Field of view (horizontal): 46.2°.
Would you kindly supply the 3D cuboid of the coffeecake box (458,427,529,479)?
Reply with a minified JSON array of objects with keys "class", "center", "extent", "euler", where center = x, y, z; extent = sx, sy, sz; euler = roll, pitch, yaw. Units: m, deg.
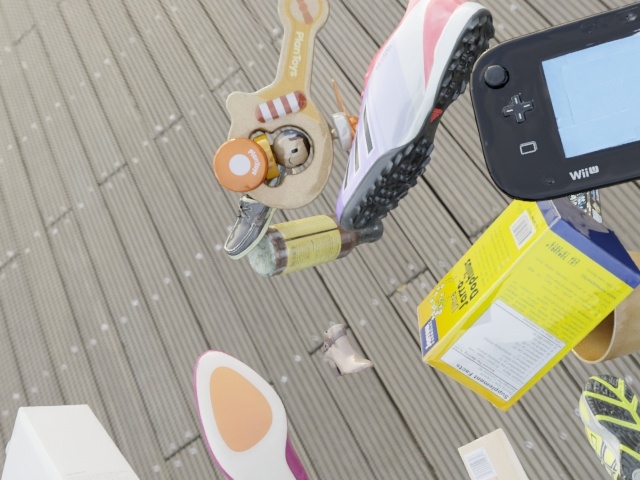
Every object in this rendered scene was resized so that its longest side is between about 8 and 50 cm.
[{"class":"coffeecake box","center":[0.255,0.349,1.039],"extent":[0.068,0.185,0.142],"euler":[-26,66,3]}]

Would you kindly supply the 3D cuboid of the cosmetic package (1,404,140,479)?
[{"class":"cosmetic package","center":[-0.465,0.486,1.413],"extent":[0.365,0.155,0.197],"euler":[34,111,47]}]

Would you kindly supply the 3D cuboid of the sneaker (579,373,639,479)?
[{"class":"sneaker","center":[0.712,0.497,1.704],"extent":[0.145,0.147,0.384],"euler":[-11,53,-3]}]

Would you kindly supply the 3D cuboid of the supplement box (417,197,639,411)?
[{"class":"supplement box","center":[0.364,0.099,1.370],"extent":[0.356,0.194,0.195],"euler":[-51,13,23]}]

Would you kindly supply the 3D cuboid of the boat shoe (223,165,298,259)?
[{"class":"boat shoe","center":[-0.132,-0.068,1.514],"extent":[0.080,0.073,0.223],"euler":[29,81,47]}]

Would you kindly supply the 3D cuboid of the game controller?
[{"class":"game controller","center":[0.305,-0.141,0.695],"extent":[0.319,0.067,0.166],"euler":[-14,68,16]}]

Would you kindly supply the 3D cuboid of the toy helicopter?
[{"class":"toy helicopter","center":[-0.029,-0.224,1.184],"extent":[0.235,0.140,0.355],"euler":[8,94,-1]}]

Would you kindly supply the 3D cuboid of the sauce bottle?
[{"class":"sauce bottle","center":[0.000,0.000,1.656],"extent":[0.111,0.344,0.111],"euler":[14,109,47]}]

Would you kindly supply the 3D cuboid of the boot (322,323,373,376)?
[{"class":"boot","center":[0.042,0.186,1.290],"extent":[0.118,0.042,0.087],"euler":[-25,74,51]}]

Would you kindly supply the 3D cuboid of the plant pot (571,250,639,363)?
[{"class":"plant pot","center":[0.650,0.121,1.527],"extent":[0.254,0.237,0.237],"euler":[-4,63,-8]}]

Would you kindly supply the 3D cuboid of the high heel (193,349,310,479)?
[{"class":"high heel","center":[-0.060,0.214,0.752],"extent":[0.082,0.117,0.244],"euler":[-37,97,-17]}]

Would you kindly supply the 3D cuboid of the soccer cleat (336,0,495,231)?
[{"class":"soccer cleat","center":[0.092,-0.161,0.942],"extent":[0.116,0.108,0.318],"euler":[37,109,26]}]

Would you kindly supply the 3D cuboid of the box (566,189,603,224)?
[{"class":"box","center":[0.589,-0.041,1.867],"extent":[0.220,0.051,0.175],"euler":[-35,24,36]}]
